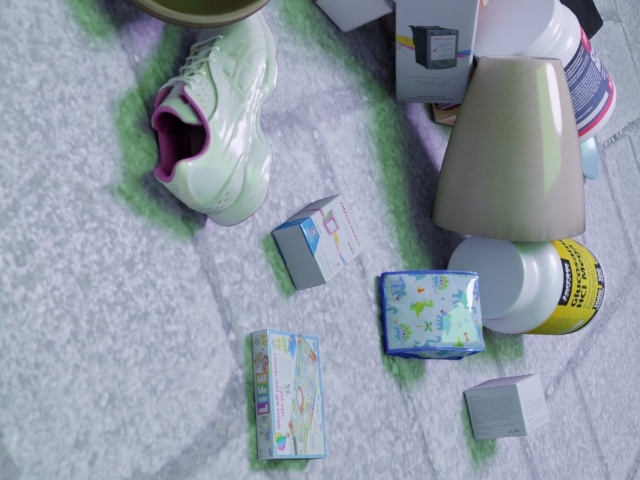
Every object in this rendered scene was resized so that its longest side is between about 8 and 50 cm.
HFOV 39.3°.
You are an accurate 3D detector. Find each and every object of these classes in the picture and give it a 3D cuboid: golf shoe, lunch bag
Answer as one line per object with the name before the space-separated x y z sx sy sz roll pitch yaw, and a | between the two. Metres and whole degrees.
golf shoe | -0.127 -0.175 1.054 0.140 0.115 0.306 21 59 -46
lunch bag | 0.163 0.114 1.363 0.151 0.096 0.129 4 71 -23

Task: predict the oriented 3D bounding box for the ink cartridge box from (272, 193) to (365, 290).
ink cartridge box | 0.000 0.000 1.212 0.122 0.052 0.089 -40 110 -55

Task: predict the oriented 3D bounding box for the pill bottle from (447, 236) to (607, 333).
pill bottle | 0.362 0.072 1.575 0.334 0.188 0.188 8 70 -53

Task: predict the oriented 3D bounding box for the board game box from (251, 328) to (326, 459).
board game box | -0.038 0.191 1.104 0.103 0.026 0.154 18 63 -51

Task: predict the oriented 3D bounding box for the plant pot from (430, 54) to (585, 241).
plant pot | 0.315 -0.162 1.468 0.256 0.256 0.274 -21 117 -56

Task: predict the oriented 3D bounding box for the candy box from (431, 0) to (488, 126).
candy box | 0.264 -0.374 1.704 0.183 0.087 0.317 3 75 -54

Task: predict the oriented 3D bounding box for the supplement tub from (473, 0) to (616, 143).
supplement tub | 0.405 -0.310 1.631 0.272 0.191 0.191 41 46 -41

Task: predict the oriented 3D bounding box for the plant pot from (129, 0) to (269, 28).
plant pot | -0.149 -0.357 1.050 0.237 0.110 0.237 1 87 -14

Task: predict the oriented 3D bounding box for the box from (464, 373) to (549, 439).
box | 0.313 0.278 1.500 0.101 0.102 0.087 -6 84 -55

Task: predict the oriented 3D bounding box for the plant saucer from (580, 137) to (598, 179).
plant saucer | 0.636 -0.239 2.222 0.195 0.037 0.195 25 58 -47

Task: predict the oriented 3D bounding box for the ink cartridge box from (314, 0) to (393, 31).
ink cartridge box | 0.038 -0.482 1.416 0.172 0.100 0.237 38 47 -41

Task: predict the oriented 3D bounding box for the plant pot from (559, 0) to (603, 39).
plant pot | 0.492 -0.489 2.007 0.188 0.187 0.167 53 53 -28

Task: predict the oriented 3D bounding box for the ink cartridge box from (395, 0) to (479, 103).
ink cartridge box | 0.187 -0.394 1.440 0.306 0.131 0.226 78 16 -65
